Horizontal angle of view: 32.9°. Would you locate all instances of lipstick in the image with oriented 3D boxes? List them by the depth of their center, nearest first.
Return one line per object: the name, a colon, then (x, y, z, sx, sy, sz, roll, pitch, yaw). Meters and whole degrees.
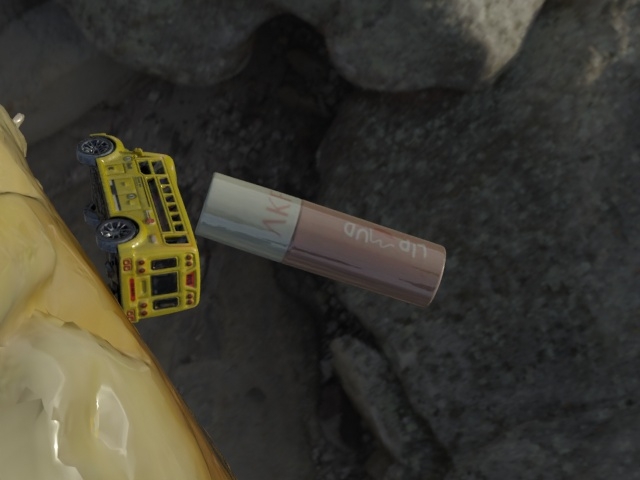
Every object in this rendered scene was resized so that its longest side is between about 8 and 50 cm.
lipstick: (0.000, 0.000, 1.128, 0.254, 0.070, 0.070, 18, 69, -7)

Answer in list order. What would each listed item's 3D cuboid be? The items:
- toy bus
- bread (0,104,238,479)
toy bus: (-0.277, -0.030, 1.640, 0.151, 0.145, 0.331, -8, 39, -14)
bread: (-0.125, 0.123, 0.441, 0.245, 0.424, 0.329, 5, 49, 27)
